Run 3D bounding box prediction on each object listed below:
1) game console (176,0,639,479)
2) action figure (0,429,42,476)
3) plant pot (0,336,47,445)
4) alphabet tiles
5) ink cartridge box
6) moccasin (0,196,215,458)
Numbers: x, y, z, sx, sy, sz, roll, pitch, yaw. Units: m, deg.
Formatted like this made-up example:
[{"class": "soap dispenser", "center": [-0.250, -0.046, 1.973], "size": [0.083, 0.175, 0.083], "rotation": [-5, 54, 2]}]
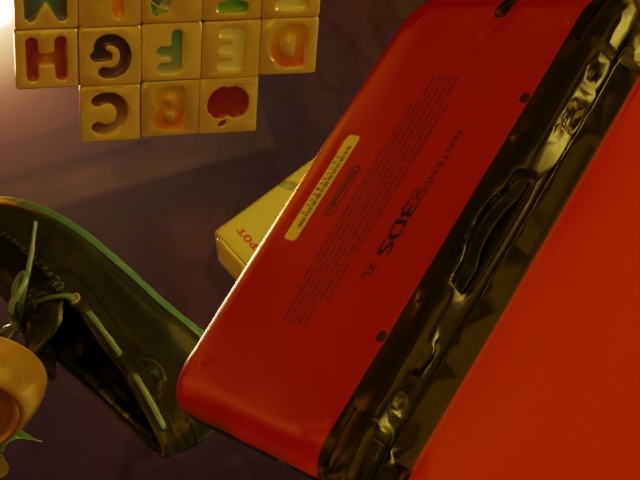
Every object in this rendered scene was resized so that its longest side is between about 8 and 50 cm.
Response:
[{"class": "game console", "center": [0.052, 0.015, 0.353], "size": [0.085, 0.144, 0.124], "rotation": [42, 164, -33]}, {"class": "action figure", "center": [-0.420, 0.178, 1.468], "size": [0.137, 0.232, 0.063], "rotation": [-8, 127, -36]}, {"class": "plant pot", "center": [-0.350, 0.147, 1.131], "size": [0.236, 0.032, 0.236], "rotation": [-13, 149, -8]}, {"class": "alphabet tiles", "center": [-0.133, -0.250, 1.193], "size": [0.285, 0.343, 0.011], "rotation": [-5, -150, -18]}, {"class": "ink cartridge box", "center": [0.000, 0.000, 0.926], "size": [0.122, 0.088, 0.052], "rotation": [-37, 161, -18]}, {"class": "moccasin", "center": [-0.230, 0.073, 1.246], "size": [0.117, 0.342, 0.138], "rotation": [-41, 151, -36]}]
